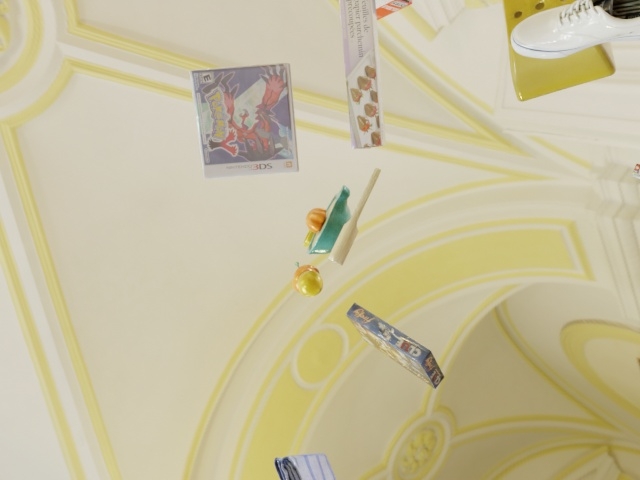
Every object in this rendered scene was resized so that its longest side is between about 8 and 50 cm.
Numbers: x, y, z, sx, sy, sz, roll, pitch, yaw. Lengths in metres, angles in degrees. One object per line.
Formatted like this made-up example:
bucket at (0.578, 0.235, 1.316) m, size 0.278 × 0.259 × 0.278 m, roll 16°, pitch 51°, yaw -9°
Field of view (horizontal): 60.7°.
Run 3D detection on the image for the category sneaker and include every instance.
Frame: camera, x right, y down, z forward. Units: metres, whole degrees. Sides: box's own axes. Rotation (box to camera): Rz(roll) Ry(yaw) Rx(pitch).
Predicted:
sneaker at (0.447, -0.374, 0.906) m, size 0.091 × 0.258 × 0.094 m, roll 30°, pitch -118°, yaw -57°

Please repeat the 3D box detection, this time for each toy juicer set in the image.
toy juicer set at (0.000, 0.000, 1.067) m, size 0.089 × 0.329 × 0.209 m, roll 26°, pitch -116°, yaw -6°

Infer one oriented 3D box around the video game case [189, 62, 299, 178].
video game case at (-0.139, -0.220, 1.018) m, size 0.183 × 0.023 × 0.201 m, roll -4°, pitch -74°, yaw 0°

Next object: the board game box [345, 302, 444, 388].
board game box at (0.187, 0.263, 1.377) m, size 0.042 × 0.243 × 0.165 m, roll -49°, pitch -40°, yaw -14°

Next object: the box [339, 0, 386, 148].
box at (0.084, -0.344, 1.078) m, size 0.067 × 0.063 × 0.324 m, roll -40°, pitch -54°, yaw -72°

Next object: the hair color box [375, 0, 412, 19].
hair color box at (0.135, -0.563, 1.245) m, size 0.053 × 0.167 × 0.093 m, roll 0°, pitch -87°, yaw -33°

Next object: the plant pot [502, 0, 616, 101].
plant pot at (0.504, -0.466, 1.201) m, size 0.187 × 0.212 × 0.212 m, roll 20°, pitch -116°, yaw -52°

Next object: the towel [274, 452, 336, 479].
towel at (0.035, 0.434, 0.765) m, size 0.034 × 0.285 × 0.209 m, roll -31°, pitch -27°, yaw 6°

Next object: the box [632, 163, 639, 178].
box at (0.650, -0.106, 0.977) m, size 0.137 × 0.094 × 0.027 m, roll 7°, pitch -71°, yaw -12°
